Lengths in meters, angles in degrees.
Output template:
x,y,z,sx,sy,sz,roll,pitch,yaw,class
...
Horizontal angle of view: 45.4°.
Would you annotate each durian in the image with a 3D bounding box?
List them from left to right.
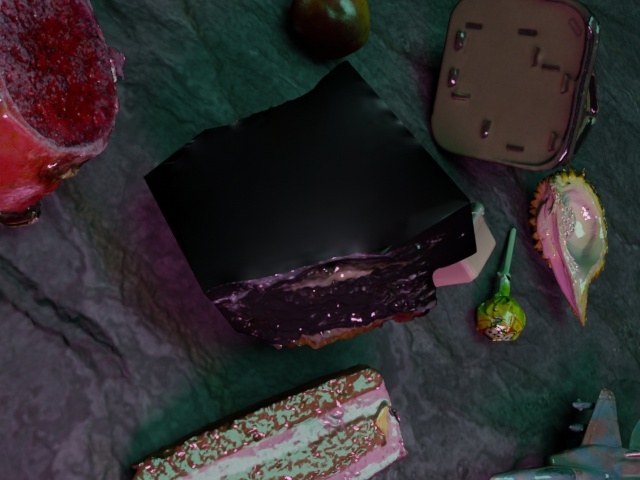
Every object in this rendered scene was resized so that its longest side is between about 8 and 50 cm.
x,y,z,sx,sy,sz,roll,pitch,yaw,class
0.345,0.010,1.085,0.140,0.078,0.224,11,77,-44,durian

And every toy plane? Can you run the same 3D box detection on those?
x,y,z,sx,sy,sz,roll,pitch,yaw,class
0.314,0.290,0.935,0.326,0.104,0.222,8,67,-27,toy plane

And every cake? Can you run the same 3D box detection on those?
x,y,z,sx,sy,sz,roll,pitch,yaw,class
-0.036,0.207,0.733,0.295,0.113,0.116,-21,82,-32,cake

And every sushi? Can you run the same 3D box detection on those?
x,y,z,sx,sy,sz,roll,pitch,yaw,class
-0.001,0.001,0.747,0.227,0.212,0.215,-31,54,-4,sushi

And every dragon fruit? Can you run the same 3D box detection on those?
x,y,z,sx,sy,sz,roll,pitch,yaw,class
-0.264,-0.147,0.636,0.211,0.147,0.282,-24,109,-54,dragon fruit

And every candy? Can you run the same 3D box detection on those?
x,y,z,sx,sy,sz,roll,pitch,yaw,class
0.246,0.053,1.020,0.062,0.058,0.194,15,49,6,candy

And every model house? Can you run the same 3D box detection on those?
x,y,z,sx,sy,sz,roll,pitch,yaw,class
0.312,-0.224,1.088,0.279,0.205,0.218,-15,118,-55,model house

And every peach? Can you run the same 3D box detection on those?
x,y,z,sx,sy,sz,roll,pitch,yaw,class
0.014,-0.278,0.952,0.101,0.101,0.100,13,65,-30,peach

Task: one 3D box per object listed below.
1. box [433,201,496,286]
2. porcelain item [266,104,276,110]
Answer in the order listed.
x,y,z,sx,sy,sz,roll,pitch,yaw,class
0.145,0.010,0.921,0.062,0.122,0.089,54,51,-21,box
-0.003,-0.058,0.883,0.213,0.054,0.084,44,56,-11,porcelain item
